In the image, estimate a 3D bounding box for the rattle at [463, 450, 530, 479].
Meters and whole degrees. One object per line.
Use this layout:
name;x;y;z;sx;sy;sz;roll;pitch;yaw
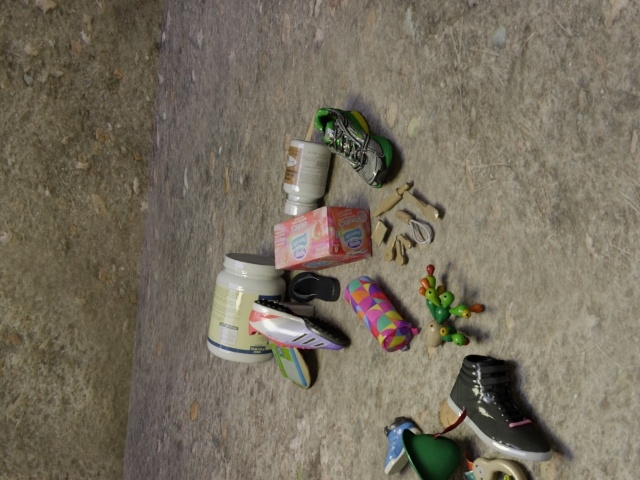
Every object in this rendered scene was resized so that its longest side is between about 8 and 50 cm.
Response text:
rattle;0.339;0.524;1.516;0.199;0.142;0.130;28;128;48

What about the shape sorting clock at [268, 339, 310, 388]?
shape sorting clock;-0.094;0.373;2.221;0.206;0.040;0.206;37;143;34

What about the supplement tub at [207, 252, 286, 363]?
supplement tub;-0.240;0.219;2.346;0.235;0.235;0.325;20;103;56

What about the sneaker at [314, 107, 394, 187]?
sneaker;0.085;-0.259;1.985;0.343;0.146;0.134;53;129;45

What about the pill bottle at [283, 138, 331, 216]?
pill bottle;-0.045;-0.191;2.188;0.131;0.131;0.229;22;105;56

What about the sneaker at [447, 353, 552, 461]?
sneaker;0.379;0.340;1.496;0.296;0.104;0.147;33;119;58

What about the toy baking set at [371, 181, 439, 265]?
toy baking set;0.221;-0.048;1.862;0.256;0.030;0.197;-49;51;43

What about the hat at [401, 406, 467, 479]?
hat;0.304;0.464;1.612;0.183;0.208;0.173;-38;88;12

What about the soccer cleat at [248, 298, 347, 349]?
soccer cleat;-0.071;0.275;2.100;0.318;0.108;0.116;19;96;21

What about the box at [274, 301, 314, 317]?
box;-0.089;0.241;2.232;0.102;0.101;0.087;5;91;59

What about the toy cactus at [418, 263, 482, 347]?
toy cactus;0.293;0.179;1.681;0.180;0.112;0.219;99;149;-42

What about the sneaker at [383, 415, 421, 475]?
sneaker;0.191;0.518;1.807;0.084;0.058;0.152;44;118;43

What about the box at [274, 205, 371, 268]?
box;0.000;0.000;2.078;0.300;0.154;0.142;-17;72;54

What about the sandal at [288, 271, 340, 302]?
sandal;-0.032;0.143;2.199;0.254;0.054;0.097;-8;79;56

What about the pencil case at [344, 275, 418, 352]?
pencil case;0.155;0.193;1.873;0.236;0.104;0.104;50;127;45
